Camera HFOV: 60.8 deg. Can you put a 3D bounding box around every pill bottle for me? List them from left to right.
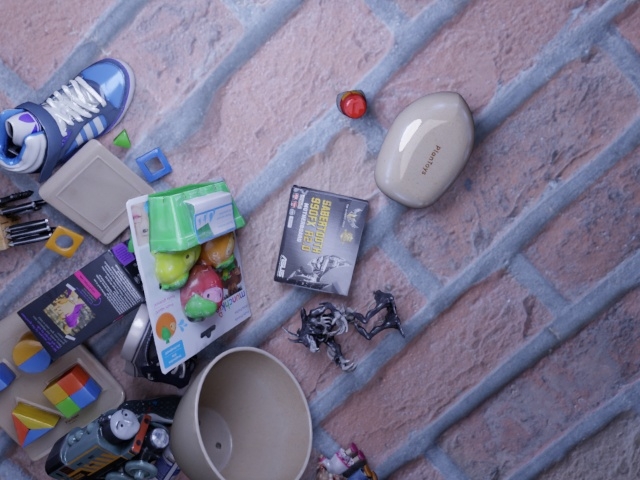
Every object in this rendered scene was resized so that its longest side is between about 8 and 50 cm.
[{"bbox_3d":[-0.397,0.587,1.414,0.067,0.067,0.120,34,100,-5],"label":"pill bottle"}]

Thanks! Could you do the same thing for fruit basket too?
[{"bbox_3d":[-0.257,0.055,1.176,0.165,0.327,0.354,-9,100,28],"label":"fruit basket"}]

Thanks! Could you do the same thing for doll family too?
[{"bbox_3d":[0.089,0.657,1.386,0.163,0.118,0.263,-42,98,9],"label":"doll family"}]

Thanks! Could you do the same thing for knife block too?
[{"bbox_3d":[-0.768,-0.008,1.293,0.242,0.088,0.276,34,100,-4],"label":"knife block"}]

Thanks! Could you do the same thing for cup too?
[{"bbox_3d":[-0.216,0.448,1.280,0.236,0.331,0.331,-34,100,35],"label":"cup"}]

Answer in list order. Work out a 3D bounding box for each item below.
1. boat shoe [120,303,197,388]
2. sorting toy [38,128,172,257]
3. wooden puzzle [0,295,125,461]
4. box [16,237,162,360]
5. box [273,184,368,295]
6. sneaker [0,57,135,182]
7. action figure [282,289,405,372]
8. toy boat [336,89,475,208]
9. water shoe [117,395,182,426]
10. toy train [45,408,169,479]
[{"bbox_3d":[-0.355,0.250,1.244,0.158,0.340,0.127,20,63,-8],"label":"boat shoe"},{"bbox_3d":[-0.510,-0.111,1.261,0.347,0.047,0.196,-42,122,3],"label":"sorting toy"},{"bbox_3d":[-0.719,0.361,1.361,0.322,0.080,0.348,-33,102,7],"label":"wooden puzzle"},{"bbox_3d":[-0.524,0.130,1.274,0.270,0.165,0.143,-32,99,8],"label":"box"},{"bbox_3d":[0.000,0.000,1.285,0.182,0.056,0.231,13,102,0],"label":"box"},{"bbox_3d":[-0.550,-0.264,1.157,0.322,0.236,0.130,-41,98,10],"label":"sneaker"},{"bbox_3d":[0.052,0.212,1.281,0.275,0.141,0.164,-18,125,2],"label":"action figure"},{"bbox_3d":[0.178,-0.237,1.200,0.318,0.148,0.268,30,106,-12],"label":"toy boat"},{"bbox_3d":[-0.414,0.446,1.396,0.202,0.073,0.080,4,134,-4],"label":"water shoe"},{"bbox_3d":[-0.512,0.511,1.318,0.333,0.142,0.190,-35,119,31],"label":"toy train"}]
